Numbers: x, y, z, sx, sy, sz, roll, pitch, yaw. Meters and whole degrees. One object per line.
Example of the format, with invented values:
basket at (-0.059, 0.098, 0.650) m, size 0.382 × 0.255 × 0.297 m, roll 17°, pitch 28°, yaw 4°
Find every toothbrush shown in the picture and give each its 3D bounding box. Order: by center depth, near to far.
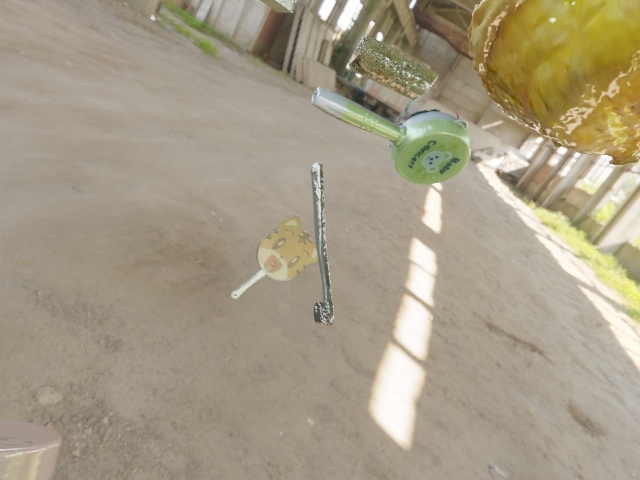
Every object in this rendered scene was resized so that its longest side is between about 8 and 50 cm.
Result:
toothbrush at (0.000, 0.000, 0.851) m, size 0.031 × 0.030 × 0.297 m, roll 9°, pitch 70°, yaw -35°

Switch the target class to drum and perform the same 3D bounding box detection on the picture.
drum at (0.098, -0.145, 0.710) m, size 0.253 × 0.130 × 0.049 m, roll 8°, pitch 53°, yaw -13°

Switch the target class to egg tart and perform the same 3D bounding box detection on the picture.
egg tart at (0.314, -0.170, 0.437) m, size 0.340 × 0.153 × 0.352 m, roll 11°, pitch -15°, yaw -39°

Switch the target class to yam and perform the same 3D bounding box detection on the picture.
yam at (0.149, -0.348, 0.992) m, size 0.179 × 0.078 × 0.078 m, roll 23°, pitch 21°, yaw -15°

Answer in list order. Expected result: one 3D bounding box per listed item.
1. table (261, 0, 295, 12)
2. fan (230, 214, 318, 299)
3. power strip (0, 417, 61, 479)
table at (-0.102, -0.584, 0.931) m, size 0.111 × 0.240 × 0.121 m, roll 18°, pitch 8°, yaw 29°
fan at (-0.106, 0.054, 1.066) m, size 0.008 × 0.227 × 0.152 m, roll 43°, pitch -9°, yaw 49°
power strip at (-0.292, 0.187, 0.383) m, size 0.154 × 0.078 × 0.154 m, roll 8°, pitch -15°, yaw 2°
